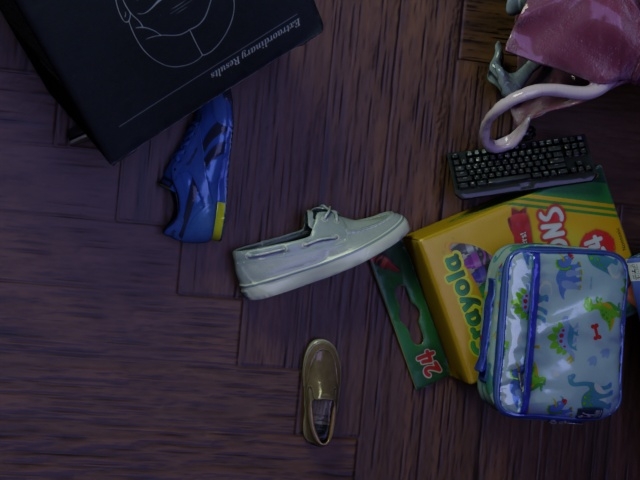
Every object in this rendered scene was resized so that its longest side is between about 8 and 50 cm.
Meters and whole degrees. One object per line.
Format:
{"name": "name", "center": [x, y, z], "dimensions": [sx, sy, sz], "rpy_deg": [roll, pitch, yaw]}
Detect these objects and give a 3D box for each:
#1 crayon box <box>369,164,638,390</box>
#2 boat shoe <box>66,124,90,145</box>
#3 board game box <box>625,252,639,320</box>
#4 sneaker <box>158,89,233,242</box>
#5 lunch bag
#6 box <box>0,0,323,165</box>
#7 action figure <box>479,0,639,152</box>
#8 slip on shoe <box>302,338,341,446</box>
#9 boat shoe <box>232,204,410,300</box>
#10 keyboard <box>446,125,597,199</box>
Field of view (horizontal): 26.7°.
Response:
{"name": "crayon box", "center": [0.242, 0.051, 1.732], "dimensions": [0.318, 0.081, 0.202], "rpy_deg": [-23, 98, -12]}
{"name": "boat shoe", "center": [-0.248, -0.156, 1.619], "dimensions": [0.133, 0.049, 0.042], "rpy_deg": [-31, 94, -13]}
{"name": "board game box", "center": [0.542, 0.156, 1.771], "dimensions": [0.233, 0.078, 0.347], "rpy_deg": [-18, 97, -35]}
{"name": "sneaker", "center": [-0.151, -0.101, 1.635], "dimensions": [0.082, 0.069, 0.209], "rpy_deg": [6, 91, -10]}
{"name": "lunch bag", "center": [0.284, 0.114, 1.660], "dimensions": [0.176, 0.090, 0.219], "rpy_deg": [6, 91, -12]}
{"name": "box", "center": [-0.221, -0.340, 1.450], "dimensions": [0.293, 0.212, 0.395], "rpy_deg": [-34, 131, -11]}
{"name": "action figure", "center": [0.402, -0.236, 1.649], "dimensions": [0.370, 0.248, 0.276], "rpy_deg": [13, 67, 6]}
{"name": "slip on shoe", "center": [0.002, 0.193, 1.698], "dimensions": [0.051, 0.041, 0.135], "rpy_deg": [7, 91, -14]}
{"name": "boat shoe", "center": [-0.001, 0.000, 1.670], "dimensions": [0.227, 0.079, 0.081], "rpy_deg": [-22, 102, -9]}
{"name": "keyboard", "center": [0.254, -0.107, 1.724], "dimensions": [0.180, 0.108, 0.023], "rpy_deg": [-8, 137, 0]}
